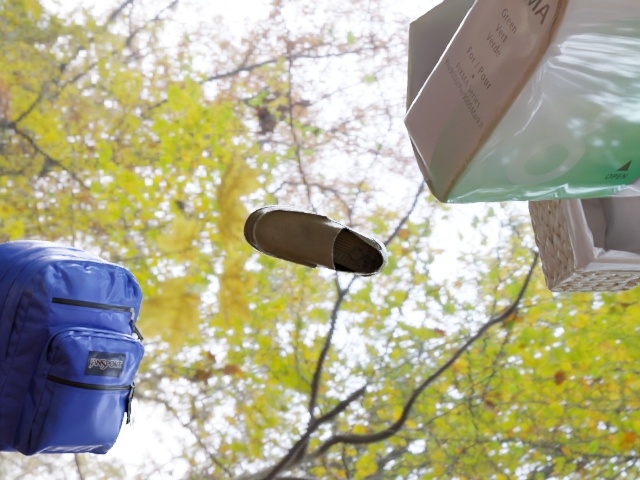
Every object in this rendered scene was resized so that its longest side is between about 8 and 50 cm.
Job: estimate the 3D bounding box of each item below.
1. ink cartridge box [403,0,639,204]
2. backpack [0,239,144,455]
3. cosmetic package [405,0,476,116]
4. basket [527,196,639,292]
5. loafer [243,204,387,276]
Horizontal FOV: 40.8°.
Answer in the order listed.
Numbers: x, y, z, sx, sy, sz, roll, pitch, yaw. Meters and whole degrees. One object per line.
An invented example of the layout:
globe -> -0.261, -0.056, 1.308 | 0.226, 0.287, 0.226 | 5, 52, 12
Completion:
ink cartridge box -> 0.158, -0.104, 0.330 | 0.224, 0.181, 0.056 | -57, -135, 46
backpack -> -0.155, 0.064, 0.516 | 0.101, 0.098, 0.120 | 13, -92, 35
cosmetic package -> 0.249, -0.207, 0.996 | 0.224, 0.225, 0.138 | 164, -70, -63
basket -> 0.285, -0.032, 0.894 | 0.103, 0.113, 0.167 | 118, -31, -61
loafer -> 0.000, 0.000, 0.829 | 0.050, 0.148, 0.056 | -177, -81, -76
